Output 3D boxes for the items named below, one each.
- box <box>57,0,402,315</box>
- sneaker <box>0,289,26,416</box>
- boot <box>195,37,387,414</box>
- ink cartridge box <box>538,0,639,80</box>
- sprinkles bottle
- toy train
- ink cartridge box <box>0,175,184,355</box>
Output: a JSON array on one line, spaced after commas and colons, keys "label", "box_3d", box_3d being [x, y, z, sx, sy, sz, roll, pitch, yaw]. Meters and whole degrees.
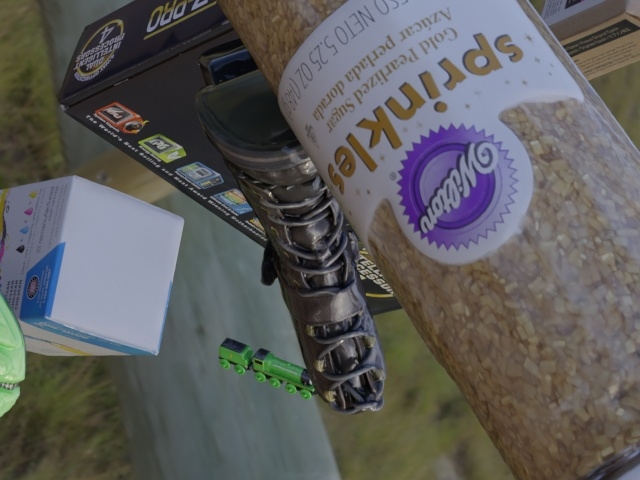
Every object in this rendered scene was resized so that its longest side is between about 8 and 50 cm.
[{"label": "box", "box_3d": [0.035, -0.086, 1.134, 0.395, 0.318, 0.097, 37, 51, -35]}, {"label": "sneaker", "box_3d": [-0.483, 0.007, 1.375, 0.483, 0.185, 0.202, 33, 8, 7]}, {"label": "boot", "box_3d": [0.000, 0.000, 0.808, 0.263, 0.091, 0.229, -110, -176, -72]}, {"label": "ink cartridge box", "box_3d": [0.342, -0.314, 1.530, 0.088, 0.193, 0.235, 22, 74, -19]}, {"label": "sprinkles bottle", "box_3d": [0.074, -0.017, 0.574, 0.121, 0.121, 0.355, 9, 45, -60]}, {"label": "toy train", "box_3d": [-0.038, 0.092, 1.001, 0.017, 0.083, 0.024, -50, 151, -46]}, {"label": "ink cartridge box", "box_3d": [-0.310, 0.037, 1.625, 0.168, 0.232, 0.171, 22, 70, -42]}]
